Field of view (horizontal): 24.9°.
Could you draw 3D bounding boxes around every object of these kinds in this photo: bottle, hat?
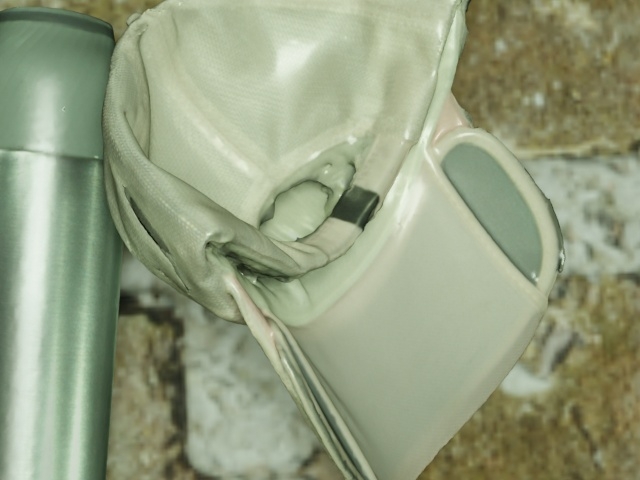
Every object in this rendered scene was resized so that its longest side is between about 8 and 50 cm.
[{"bbox_3d":[-0.138,0.022,0.670,0.096,0.079,0.253,2,86,18],"label":"bottle"},{"bbox_3d":[0.000,0.000,0.683,0.219,0.164,0.226,-41,133,-39],"label":"hat"}]
